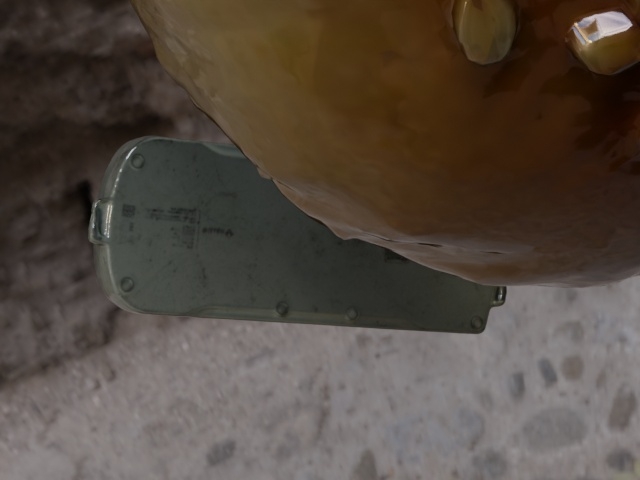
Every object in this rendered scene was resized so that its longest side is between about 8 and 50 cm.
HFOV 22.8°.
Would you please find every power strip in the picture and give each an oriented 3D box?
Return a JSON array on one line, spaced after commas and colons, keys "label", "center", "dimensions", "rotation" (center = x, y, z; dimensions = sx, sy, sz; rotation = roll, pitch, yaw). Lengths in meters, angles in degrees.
[{"label": "power strip", "center": [0.000, 0.000, 0.736], "dimensions": [0.226, 0.029, 0.080], "rotation": [5, 90, -24]}]

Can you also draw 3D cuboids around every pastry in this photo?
[{"label": "pastry", "center": [0.097, -0.179, 0.527], "dimensions": [0.245, 0.409, 0.410], "rotation": [11, 57, 36]}]
